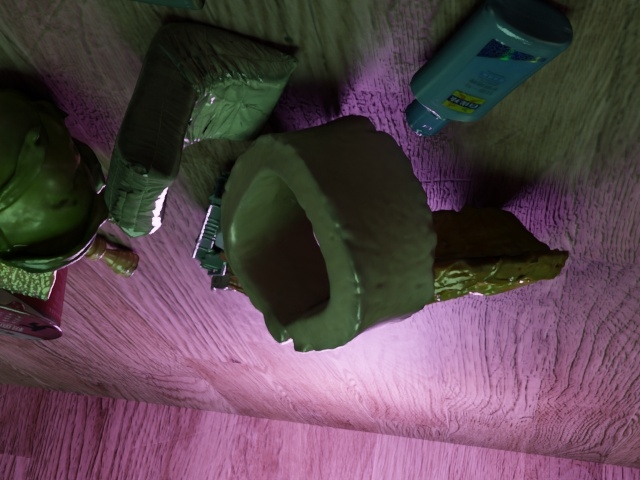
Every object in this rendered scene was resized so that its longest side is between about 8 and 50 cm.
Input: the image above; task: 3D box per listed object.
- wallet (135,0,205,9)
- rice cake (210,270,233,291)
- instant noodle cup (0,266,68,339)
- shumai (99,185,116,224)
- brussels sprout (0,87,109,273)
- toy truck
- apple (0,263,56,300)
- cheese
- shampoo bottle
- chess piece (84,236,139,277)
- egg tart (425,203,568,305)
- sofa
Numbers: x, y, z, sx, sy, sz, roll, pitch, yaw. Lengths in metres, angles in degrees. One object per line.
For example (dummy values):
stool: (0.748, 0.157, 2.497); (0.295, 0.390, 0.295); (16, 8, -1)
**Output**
wallet: (-0.298, -0.329, 0.932); (0.360, 0.083, 0.252); (9, 163, 2)
rice cake: (-0.134, 0.063, 1.864); (0.049, 0.055, 0.270); (7, 164, -37)
instant noodle cup: (-0.632, 0.092, 1.981); (0.235, 0.178, 0.235); (9, 158, 4)
shumai: (-0.360, -0.075, 1.627); (0.080, 0.082, 0.083); (36, 150, 48)
brussels sprout: (-0.438, -0.092, 1.376); (0.294, 0.227, 0.259); (37, 160, 30)
toy truck: (-0.117, -0.006, 1.585); (0.184, 0.133, 0.338); (21, 160, -2)
apple: (-0.627, -0.016, 1.718); (0.346, 0.179, 0.254); (22, 168, -31)
cheese: (-0.001, 0.003, 1.277); (0.153, 0.292, 0.332); (-18, 167, -29)
shampoo bottle: (0.174, -0.190, 1.087); (0.104, 0.061, 0.258); (17, 158, -15)
chess piece: (-0.444, 0.018, 1.888); (0.060, 0.060, 0.172); (-10, 148, 41)
egg tart: (0.204, 0.024, 1.445); (0.345, 0.132, 0.345); (-6, 172, -1)
sofa: (-0.155, -0.124, 1.179); (0.176, 0.225, 0.210); (18, 155, -11)
